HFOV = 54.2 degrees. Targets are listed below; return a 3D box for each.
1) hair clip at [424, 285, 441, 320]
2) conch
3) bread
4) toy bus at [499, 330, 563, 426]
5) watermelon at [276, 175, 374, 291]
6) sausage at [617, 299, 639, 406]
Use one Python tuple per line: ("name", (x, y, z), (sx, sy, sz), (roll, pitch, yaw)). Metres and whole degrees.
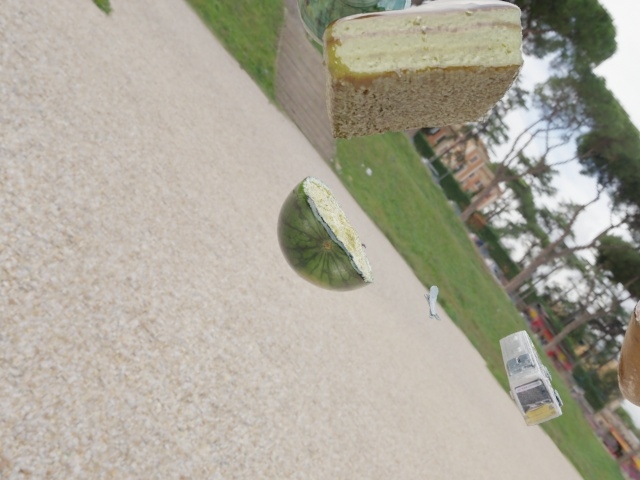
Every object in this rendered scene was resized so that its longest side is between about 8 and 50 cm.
("hair clip", (0.283, 0.158, 1.572), (0.115, 0.030, 0.039), (-84, -178, -59))
("conch", (0.051, -0.379, 0.991), (0.176, 0.188, 0.122), (42, 45, -1))
("bread", (0.122, -0.219, 0.810), (0.184, 0.234, 0.110), (88, -4, -77))
("toy bus", (0.527, 0.341, 1.585), (0.138, 0.097, 0.342), (65, 15, -3))
("watermelon", (-0.001, 0.001, 1.054), (0.204, 0.127, 0.232), (53, 11, -19))
("sausage", (0.596, 0.218, 1.128), (0.109, 0.109, 0.270), (-119, -172, -46))
